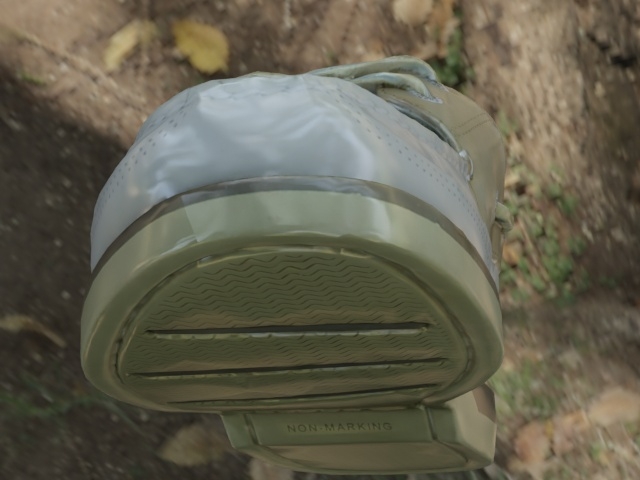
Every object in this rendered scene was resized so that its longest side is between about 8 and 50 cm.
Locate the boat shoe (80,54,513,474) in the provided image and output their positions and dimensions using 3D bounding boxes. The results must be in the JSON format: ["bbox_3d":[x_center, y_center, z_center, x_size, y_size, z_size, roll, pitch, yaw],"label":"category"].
[{"bbox_3d":[0.000,0.000,0.540,0.113,0.302,0.103,-1,76,5],"label":"boat shoe"}]
